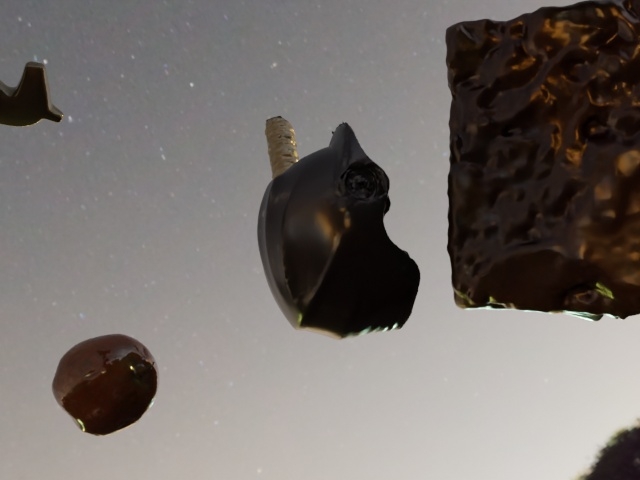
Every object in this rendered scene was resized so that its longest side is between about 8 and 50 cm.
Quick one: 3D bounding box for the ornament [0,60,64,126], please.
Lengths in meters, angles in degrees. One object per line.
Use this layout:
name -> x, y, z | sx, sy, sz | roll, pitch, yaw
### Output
ornament -> -0.481, -0.201, 0.945 | 0.230, 0.061, 0.245 | -30, -53, 15

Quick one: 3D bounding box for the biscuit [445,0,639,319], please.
biscuit -> 0.336, -0.101, 0.941 | 0.342, 0.395, 0.166 | 0, -3, 24

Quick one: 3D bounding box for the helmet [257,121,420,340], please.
helmet -> 0.000, 0.000, 1.010 | 0.177, 0.305, 0.225 | -19, -15, -13

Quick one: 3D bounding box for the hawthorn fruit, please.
hawthorn fruit -> -0.289, 0.206, 1.067 | 0.189, 0.149, 0.149 | -11, -31, 13

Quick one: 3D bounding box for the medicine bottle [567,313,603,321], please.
medicine bottle -> 0.448, 0.064, 1.424 | 0.139, 0.225, 0.139 | 14, -90, -72

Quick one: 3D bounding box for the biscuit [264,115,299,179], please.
biscuit -> -0.062, -0.134, 1.315 | 0.055, 0.219, 0.061 | -29, -40, 26
